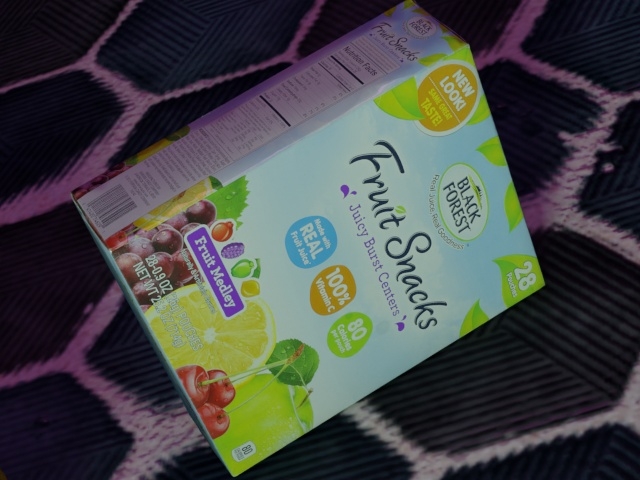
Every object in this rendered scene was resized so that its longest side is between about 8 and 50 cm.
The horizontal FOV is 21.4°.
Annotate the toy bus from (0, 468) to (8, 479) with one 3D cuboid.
[{"bbox_3d":[-0.273,0.152,0.910,0.333,0.108,0.130,11,48,37],"label":"toy bus"}]

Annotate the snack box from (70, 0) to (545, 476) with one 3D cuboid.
[{"bbox_3d":[0.000,0.000,0.891,0.207,0.174,0.070,-32,40,-10],"label":"snack box"}]
